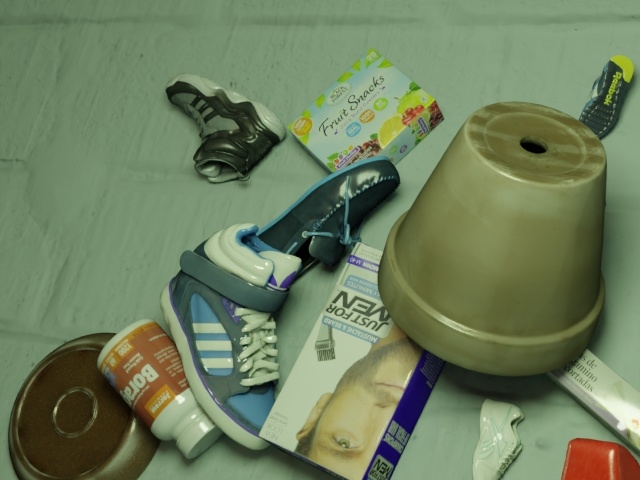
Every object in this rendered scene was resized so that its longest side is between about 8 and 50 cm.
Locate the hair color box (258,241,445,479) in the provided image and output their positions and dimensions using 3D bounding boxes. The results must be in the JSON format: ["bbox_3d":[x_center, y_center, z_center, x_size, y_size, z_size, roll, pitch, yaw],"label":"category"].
[{"bbox_3d":[0.072,0.191,1.630,0.185,0.110,0.339,20,76,28],"label":"hair color box"}]

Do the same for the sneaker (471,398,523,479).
[{"bbox_3d":[0.252,0.300,1.531,0.061,0.054,0.152,4,67,22],"label":"sneaker"}]

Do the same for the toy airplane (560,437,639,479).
[{"bbox_3d":[0.373,0.471,1.304,0.386,0.272,0.384,46,126,24],"label":"toy airplane"}]

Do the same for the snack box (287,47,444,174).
[{"bbox_3d":[0.075,-0.201,1.840,0.207,0.070,0.174,-42,57,-2],"label":"snack box"}]

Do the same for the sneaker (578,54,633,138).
[{"bbox_3d":[0.449,-0.221,1.707,0.053,0.059,0.144,27,94,0],"label":"sneaker"}]

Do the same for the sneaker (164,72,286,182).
[{"bbox_3d":[-0.202,-0.199,1.936,0.268,0.101,0.153,25,75,28],"label":"sneaker"}]

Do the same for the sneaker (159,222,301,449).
[{"bbox_3d":[-0.102,0.130,1.656,0.236,0.130,0.323,-41,67,27],"label":"sneaker"}]

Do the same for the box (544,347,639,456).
[{"bbox_3d":[0.423,0.239,1.481,0.063,0.067,0.324,-45,56,-4],"label":"box"}]

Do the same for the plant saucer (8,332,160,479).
[{"bbox_3d":[-0.404,0.295,1.815,0.310,0.050,0.311,-9,63,18],"label":"plant saucer"}]

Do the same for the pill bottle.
[{"bbox_3d":[-0.246,0.238,1.715,0.121,0.121,0.216,-44,73,-2],"label":"pill bottle"}]

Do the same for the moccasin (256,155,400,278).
[{"bbox_3d":[0.000,0.000,1.757,0.342,0.137,0.117,-38,60,18],"label":"moccasin"}]

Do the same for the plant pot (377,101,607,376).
[{"bbox_3d":[0.257,-0.026,1.478,0.323,0.280,0.323,5,40,-4],"label":"plant pot"}]
